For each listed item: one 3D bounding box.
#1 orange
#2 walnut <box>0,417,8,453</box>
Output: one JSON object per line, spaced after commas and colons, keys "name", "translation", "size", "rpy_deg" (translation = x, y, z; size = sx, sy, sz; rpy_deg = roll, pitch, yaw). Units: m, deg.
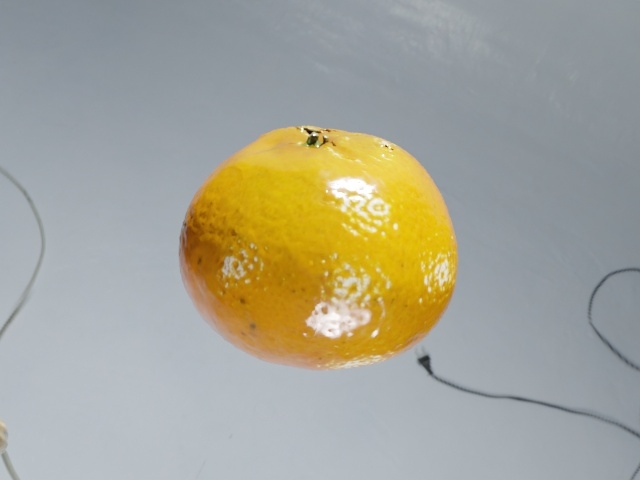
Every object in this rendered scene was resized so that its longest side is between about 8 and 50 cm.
{"name": "orange", "translation": [0.000, 0.000, 1.099], "size": [0.424, 0.326, 0.424], "rpy_deg": [4, 20, -2]}
{"name": "walnut", "translation": [-0.601, 0.218, 0.896], "size": [0.384, 0.383, 0.383], "rpy_deg": [9, 58, -15]}
